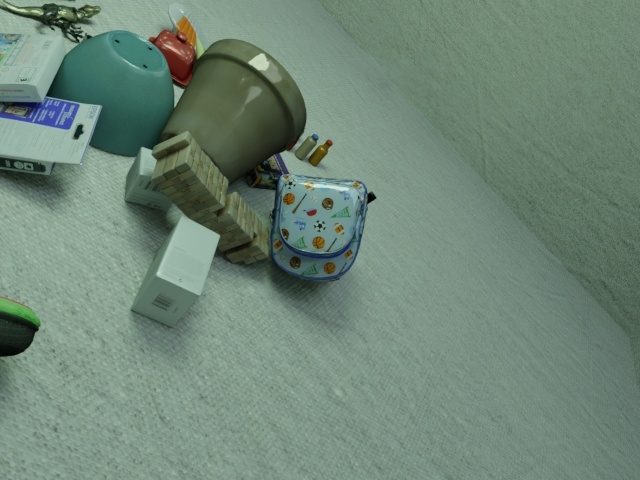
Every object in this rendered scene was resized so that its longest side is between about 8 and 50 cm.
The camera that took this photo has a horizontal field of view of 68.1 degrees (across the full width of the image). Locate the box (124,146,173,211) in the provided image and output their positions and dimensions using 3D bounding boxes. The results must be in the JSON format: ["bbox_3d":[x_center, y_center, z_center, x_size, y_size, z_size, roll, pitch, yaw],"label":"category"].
[{"bbox_3d":[-0.374,-0.136,1.070,0.101,0.102,0.087,16,48,-35],"label":"box"}]

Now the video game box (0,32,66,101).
[{"bbox_3d":[-0.652,-0.361,0.980,0.187,0.048,0.205,1,49,-9],"label":"video game box"}]

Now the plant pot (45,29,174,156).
[{"bbox_3d":[-0.469,-0.375,1.127,0.290,0.195,0.290,27,39,-25],"label":"plant pot"}]

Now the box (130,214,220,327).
[{"bbox_3d":[-0.285,0.060,0.945,0.091,0.130,0.170,30,39,-21],"label":"box"}]

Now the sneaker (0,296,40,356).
[{"bbox_3d":[-0.580,0.176,0.528,0.483,0.185,0.202,-14,84,-47],"label":"sneaker"}]

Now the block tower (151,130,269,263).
[{"bbox_3d":[-0.235,-0.077,1.051,0.097,0.091,0.335,-94,157,-43],"label":"block tower"}]

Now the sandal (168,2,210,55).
[{"bbox_3d":[-0.420,-0.635,1.549,0.265,0.076,0.102,56,40,-24],"label":"sandal"}]

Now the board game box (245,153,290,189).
[{"bbox_3d":[-0.174,-0.232,1.418,0.141,0.048,0.170,-1,57,-45],"label":"board game box"}]

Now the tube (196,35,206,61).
[{"bbox_3d":[-0.350,-0.508,1.453,0.062,0.070,0.240,2,65,-35],"label":"tube"}]

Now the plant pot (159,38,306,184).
[{"bbox_3d":[-0.243,-0.287,1.195,0.323,0.323,0.280,39,63,-10],"label":"plant pot"}]

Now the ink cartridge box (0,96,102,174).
[{"bbox_3d":[-0.566,-0.216,0.947,0.208,0.045,0.206,6,47,-15],"label":"ink cartridge box"}]

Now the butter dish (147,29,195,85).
[{"bbox_3d":[-0.436,-0.571,1.419,0.160,0.118,0.159,28,40,-25],"label":"butter dish"}]

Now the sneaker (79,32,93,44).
[{"bbox_3d":[-0.583,-0.500,1.240,0.098,0.069,0.038,40,36,-10],"label":"sneaker"}]

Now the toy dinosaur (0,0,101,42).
[{"bbox_3d":[-0.686,-0.579,1.224,0.118,0.064,0.268,50,37,16],"label":"toy dinosaur"}]

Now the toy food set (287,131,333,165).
[{"bbox_3d":[-0.073,-0.369,1.607,0.232,0.104,0.111,52,35,8],"label":"toy food set"}]

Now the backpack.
[{"bbox_3d":[-0.006,-0.028,1.186,0.277,0.263,0.213,6,-2,5],"label":"backpack"}]
